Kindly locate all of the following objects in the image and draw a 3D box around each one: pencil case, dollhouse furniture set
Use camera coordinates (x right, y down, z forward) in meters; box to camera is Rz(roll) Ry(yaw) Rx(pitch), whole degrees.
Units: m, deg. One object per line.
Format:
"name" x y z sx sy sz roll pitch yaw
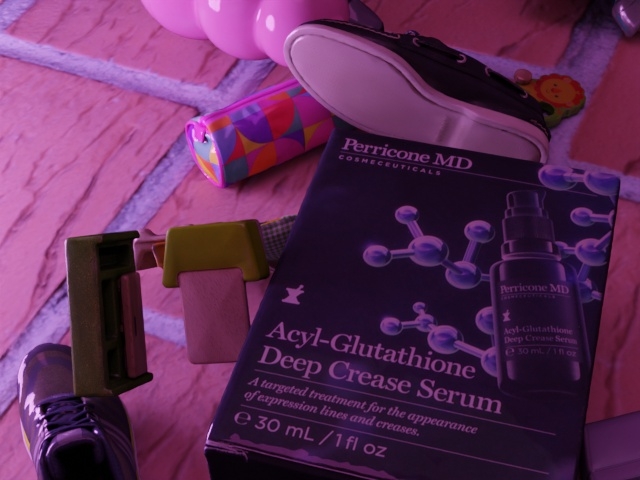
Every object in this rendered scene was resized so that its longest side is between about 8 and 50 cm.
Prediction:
"pencil case" -0.048 -0.152 1.429 0.236 0.104 0.104 -29 51 -21
"dollhouse furniture set" -0.104 0.056 1.186 0.198 0.151 0.301 -5 2 15

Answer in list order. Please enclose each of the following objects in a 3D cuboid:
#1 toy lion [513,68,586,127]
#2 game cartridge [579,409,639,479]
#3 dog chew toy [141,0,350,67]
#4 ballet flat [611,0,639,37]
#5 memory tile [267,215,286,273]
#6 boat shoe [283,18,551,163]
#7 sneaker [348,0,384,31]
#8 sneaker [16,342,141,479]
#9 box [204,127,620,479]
"toy lion" 0.292 -0.180 1.480 0.096 0.034 0.100 11 48 4
"game cartridge" 0.353 0.271 1.028 0.196 0.060 0.294 -15 47 -5
"dog chew toy" -0.096 -0.336 1.537 0.332 0.206 0.207 34 57 28
"ballet flat" 0.503 -0.327 1.589 0.213 0.072 0.068 -19 75 -12
"memory tile" 0.000 0.000 1.339 0.148 0.012 0.113 -29 51 -23
"boat shoe" 0.124 -0.192 1.385 0.340 0.127 0.113 21 51 -2
"sneaker" -0.005 -0.350 1.614 0.224 0.098 0.083 33 57 31
"sneaker" -0.223 0.199 1.089 0.111 0.121 0.300 -21 48 -15
"box" 0.102 0.117 1.078 0.294 0.212 0.395 10 48 12
